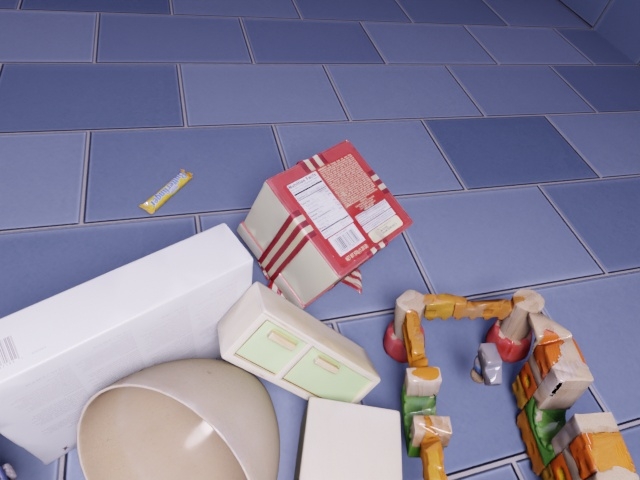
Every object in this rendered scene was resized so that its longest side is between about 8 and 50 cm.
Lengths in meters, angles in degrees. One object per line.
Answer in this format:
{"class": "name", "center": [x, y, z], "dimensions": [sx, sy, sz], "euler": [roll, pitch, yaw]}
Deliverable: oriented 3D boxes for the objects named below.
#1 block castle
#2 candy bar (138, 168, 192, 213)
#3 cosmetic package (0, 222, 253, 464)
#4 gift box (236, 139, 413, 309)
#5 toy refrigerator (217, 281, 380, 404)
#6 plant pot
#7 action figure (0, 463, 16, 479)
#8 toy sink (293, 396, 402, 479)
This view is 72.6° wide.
{"class": "block castle", "center": [0.277, 0.309, 0.731], "dimensions": [0.303, 0.212, 0.453], "euler": [-2, 45, 2]}
{"class": "candy bar", "center": [-0.374, -0.121, 1.064], "dimensions": [0.040, 0.018, 0.161], "euler": [27, 52, 10]}
{"class": "cosmetic package", "center": [-0.289, 0.162, 0.681], "dimensions": [0.377, 0.284, 0.097], "euler": [-27, 58, -29]}
{"class": "gift box", "center": [0.000, 0.000, 0.896], "dimensions": [0.255, 0.258, 0.276], "euler": [-28, 81, -31]}
{"class": "toy refrigerator", "center": [-0.030, 0.189, 0.722], "dimensions": [0.269, 0.102, 0.094], "euler": [38, 10, -29]}
{"class": "plant pot", "center": [-0.173, 0.288, 0.642], "dimensions": [0.284, 0.284, 0.191], "euler": [28, 22, 11]}
{"class": "action figure", "center": [-0.460, 0.300, 0.505], "dimensions": [0.341, 0.330, 0.178], "euler": [41, 56, 20]}
{"class": "toy sink", "center": [0.035, 0.386, 0.665], "dimensions": [0.153, 0.131, 0.234], "euler": [10, 46, -3]}
